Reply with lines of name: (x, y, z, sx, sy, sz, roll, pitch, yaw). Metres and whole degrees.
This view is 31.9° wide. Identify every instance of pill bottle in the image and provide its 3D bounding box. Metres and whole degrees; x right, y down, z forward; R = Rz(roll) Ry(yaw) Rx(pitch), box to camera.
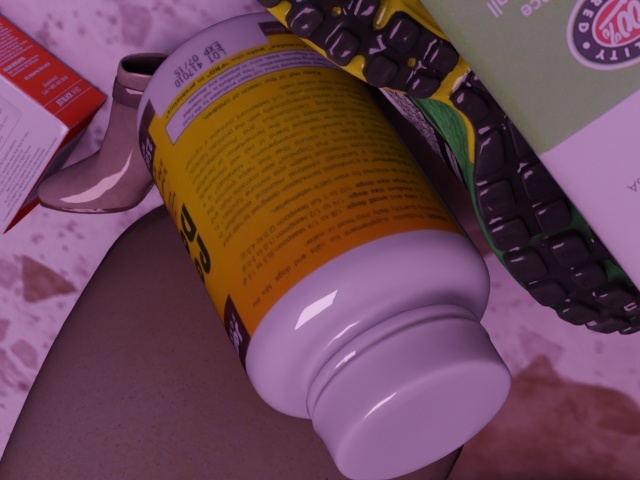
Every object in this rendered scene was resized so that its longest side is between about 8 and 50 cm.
pill bottle: (0.000, 0.000, 0.525, 0.117, 0.117, 0.215, -55, 49, 32)

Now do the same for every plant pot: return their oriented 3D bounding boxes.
plant pot: (-0.071, 0.144, 0.594, 0.257, 0.274, 0.256, 8, 119, 15)

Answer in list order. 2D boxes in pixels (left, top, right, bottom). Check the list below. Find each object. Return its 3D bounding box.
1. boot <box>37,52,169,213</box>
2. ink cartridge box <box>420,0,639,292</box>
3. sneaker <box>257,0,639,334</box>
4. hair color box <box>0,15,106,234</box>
boot: (-0.101, -0.061, 0.614, 0.119, 0.042, 0.087, -11, 136, -11)
ink cartridge box: (0.206, -0.036, 0.405, 0.207, 0.119, 0.353, -35, 116, 14)
sneaker: (0.089, -0.091, 0.513, 0.134, 0.146, 0.343, -40, 115, 13)
hair color box: (-0.220, -0.093, 0.648, 0.167, 0.053, 0.093, 38, 122, -5)
